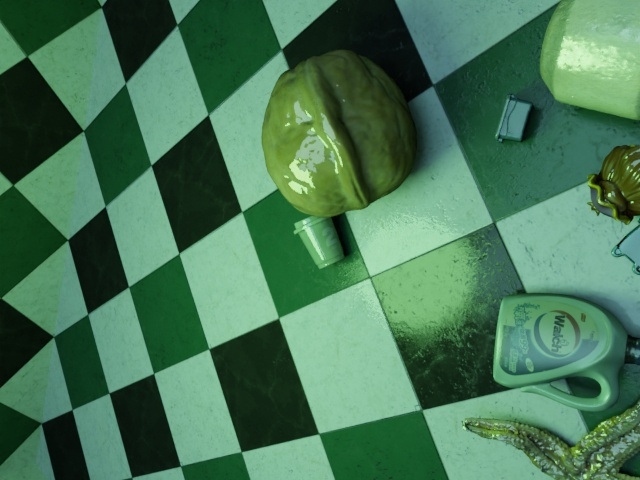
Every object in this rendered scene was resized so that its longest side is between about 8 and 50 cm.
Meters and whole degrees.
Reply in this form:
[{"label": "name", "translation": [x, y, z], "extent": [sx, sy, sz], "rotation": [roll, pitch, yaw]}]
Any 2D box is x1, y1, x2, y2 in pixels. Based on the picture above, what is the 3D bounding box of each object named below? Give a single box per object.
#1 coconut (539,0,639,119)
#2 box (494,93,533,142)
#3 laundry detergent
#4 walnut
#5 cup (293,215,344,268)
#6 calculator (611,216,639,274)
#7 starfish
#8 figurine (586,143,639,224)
[{"label": "coconut", "translation": [0.529, -0.331, 0.834], "extent": [0.265, 0.237, 0.238], "rotation": [30, 110, 38]}, {"label": "box", "translation": [0.405, -0.250, 1.032], "extent": [0.054, 0.074, 0.099], "rotation": [18, 104, 20]}, {"label": "laundry detergent", "translation": [0.495, 0.217, 0.968], "extent": [0.280, 0.105, 0.215], "rotation": [6, 85, 35]}, {"label": "walnut", "translation": [0.037, -0.243, 1.151], "extent": [0.381, 0.381, 0.382], "rotation": [3, 95, 36]}, {"label": "cup", "translation": [0.000, 0.000, 1.324], "extent": [0.120, 0.120, 0.141], "rotation": [-22, 90, 35]}, {"label": "calculator", "translation": [0.619, -0.005, 0.920], "extent": [0.094, 0.019, 0.141], "rotation": [48, 117, 23]}, {"label": "starfish", "translation": [0.539, 0.460, 0.948], "extent": [0.383, 0.132, 0.398], "rotation": [-37, 55, 23]}, {"label": "figurine", "translation": [0.581, -0.131, 0.842], "extent": [0.263, 0.189, 0.142], "rotation": [-49, 61, 46]}]
